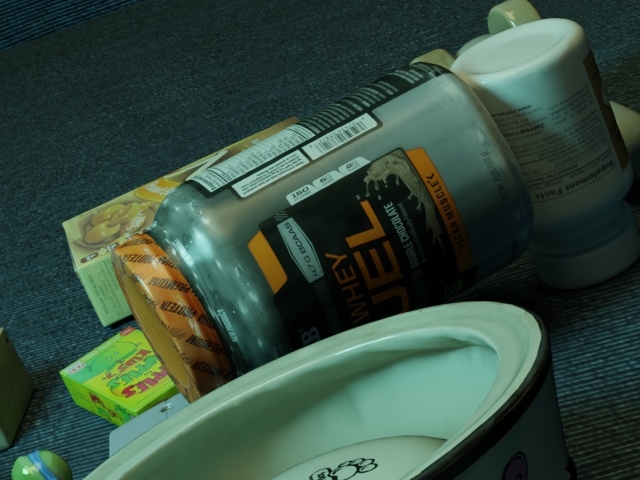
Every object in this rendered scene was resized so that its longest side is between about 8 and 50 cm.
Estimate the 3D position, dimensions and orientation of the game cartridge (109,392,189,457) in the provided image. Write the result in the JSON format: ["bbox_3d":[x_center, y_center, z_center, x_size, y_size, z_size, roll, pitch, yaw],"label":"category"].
[{"bbox_3d":[-0.045,0.166,1.516,0.297,0.062,0.198,-23,18,2],"label":"game cartridge"}]

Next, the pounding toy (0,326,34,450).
[{"bbox_3d":[-0.416,0.192,1.764,0.181,0.094,0.206,-19,22,11],"label":"pounding toy"}]

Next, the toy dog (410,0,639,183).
[{"bbox_3d":[0.231,-0.122,1.827,0.220,0.161,0.333,-19,37,3],"label":"toy dog"}]

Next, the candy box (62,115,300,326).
[{"bbox_3d":[-0.137,-0.027,1.994,0.316,0.087,0.183,-26,22,-5],"label":"candy box"}]

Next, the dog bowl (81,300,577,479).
[{"bbox_3d":[-0.002,0.203,1.188,0.408,0.150,0.408,-25,11,5],"label":"dog bowl"}]

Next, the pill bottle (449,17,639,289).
[{"bbox_3d":[0.216,-0.077,1.572,0.131,0.229,0.131,-20,22,8],"label":"pill bottle"}]

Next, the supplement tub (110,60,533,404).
[{"bbox_3d":[0.000,0.000,1.505,0.338,0.207,0.207,-29,23,-14],"label":"supplement tub"}]

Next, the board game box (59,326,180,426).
[{"bbox_3d":[-0.181,0.143,1.710,0.092,0.043,0.181,-33,24,-24],"label":"board game box"}]

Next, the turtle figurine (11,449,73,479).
[{"bbox_3d":[-0.321,0.263,1.382,0.266,0.198,0.275,-44,45,-15],"label":"turtle figurine"}]
